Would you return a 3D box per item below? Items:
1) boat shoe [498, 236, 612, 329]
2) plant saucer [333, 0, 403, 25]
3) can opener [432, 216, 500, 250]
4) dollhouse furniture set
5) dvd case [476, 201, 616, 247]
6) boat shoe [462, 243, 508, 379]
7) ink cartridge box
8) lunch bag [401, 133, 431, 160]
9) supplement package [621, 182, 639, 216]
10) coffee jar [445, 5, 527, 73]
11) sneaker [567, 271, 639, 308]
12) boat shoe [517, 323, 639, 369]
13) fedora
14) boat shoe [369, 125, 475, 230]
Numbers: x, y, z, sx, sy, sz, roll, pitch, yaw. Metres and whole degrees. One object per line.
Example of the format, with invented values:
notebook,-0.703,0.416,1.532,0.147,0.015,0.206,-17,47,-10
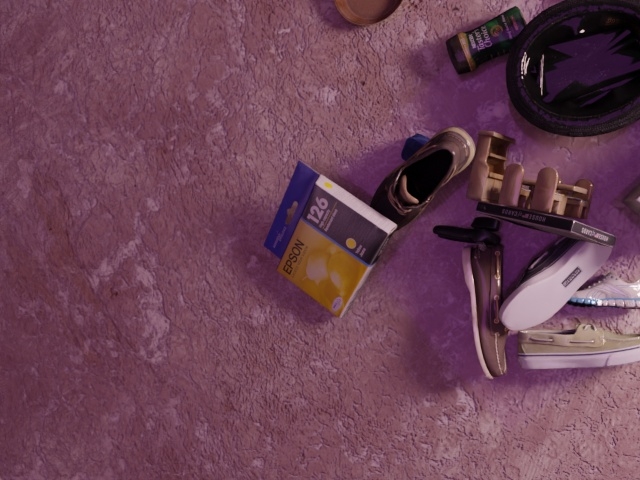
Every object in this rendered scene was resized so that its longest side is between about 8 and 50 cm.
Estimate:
boat shoe,0.523,0.083,1.357,0.301,0.102,0.108,-45,112,4
plant saucer,0.130,-0.650,1.514,0.199,0.036,0.198,1,93,18
can opener,0.354,-0.015,1.421,0.186,0.059,0.073,1,58,52
dollhouse furniture set,0.473,-0.152,1.329,0.242,0.212,0.160,16,98,44
dvd case,0.489,-0.037,1.285,0.239,0.179,0.029,19,95,52
boat shoe,0.415,0.169,1.410,0.097,0.117,0.324,-10,83,22
ink cartridge box,0.000,0.000,1.519,0.307,0.072,0.303,34,125,12
lunch bag,0.260,-0.222,1.470,0.098,0.065,0.067,31,125,16
supplement package,0.778,-0.110,1.228,0.149,0.194,0.203,45,105,12
coffee jar,0.399,-0.475,1.405,0.185,0.079,0.096,-22,85,19
sneaker,0.651,0.115,1.357,0.191,0.071,0.082,0,80,16
boat shoe,0.605,0.239,1.351,0.303,0.109,0.094,-10,87,22
fedora,0.590,-0.375,1.304,0.334,0.152,0.333,1,93,23
boat shoe,0.213,-0.132,1.414,0.132,0.130,0.355,46,127,9
